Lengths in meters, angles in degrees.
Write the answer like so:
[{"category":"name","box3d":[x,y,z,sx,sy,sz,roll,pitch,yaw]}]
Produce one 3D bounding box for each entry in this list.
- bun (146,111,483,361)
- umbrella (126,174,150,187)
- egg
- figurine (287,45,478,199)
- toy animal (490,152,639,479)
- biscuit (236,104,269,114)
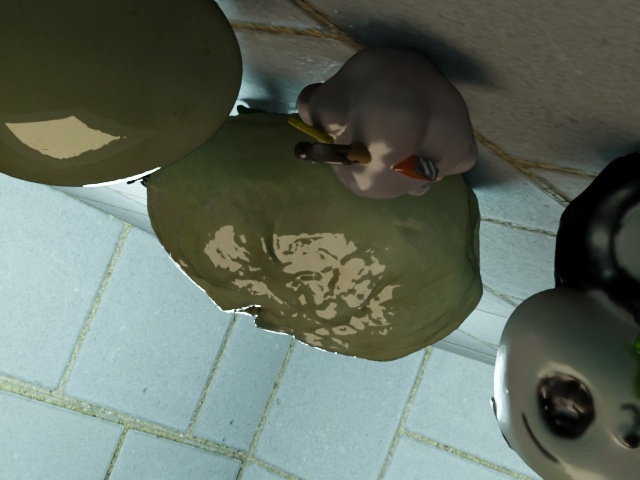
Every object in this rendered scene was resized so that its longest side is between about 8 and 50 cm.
[{"category":"bun","box3d":[0.000,0.000,1.268,0.361,0.213,0.361,15,172,2]},{"category":"umbrella","box3d":[-0.183,-0.086,1.696,0.143,0.094,0.349,24,176,12]},{"category":"egg","box3d":[-0.175,-0.132,0.914,0.254,0.188,0.188,10,170,19]},{"category":"figurine","box3d":[0.053,-0.087,0.944,0.137,0.112,0.229,29,-173,4]},{"category":"toy animal","box3d":[0.250,0.075,0.958,0.213,0.266,0.212,24,169,5]},{"category":"biscuit","box3d":[-0.060,-0.122,1.355,0.046,0.016,0.089,19,173,16]}]
